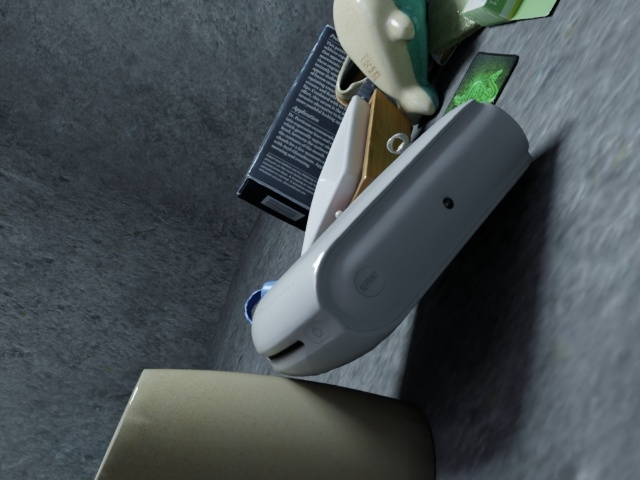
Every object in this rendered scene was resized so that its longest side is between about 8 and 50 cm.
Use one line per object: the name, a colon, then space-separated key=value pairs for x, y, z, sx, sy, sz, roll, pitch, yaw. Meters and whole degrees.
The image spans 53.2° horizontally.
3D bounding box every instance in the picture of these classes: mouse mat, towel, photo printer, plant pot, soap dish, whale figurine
mouse mat: x=0.213 y=-0.197 z=0.913 sx=0.152 sy=0.007 sz=0.189 roll=-63 pitch=11 yaw=14
towel: x=0.224 y=-0.379 z=1.059 sx=0.148 sy=0.027 sz=0.109 roll=-12 pitch=75 yaw=61
photo printer: x=0.056 y=0.014 z=0.675 sx=0.307 sy=0.107 sz=0.256 roll=-46 pitch=1 yaw=-25
plant pot: x=-0.071 y=0.234 z=0.633 sx=0.256 sy=0.274 sz=0.256 roll=-62 pitch=11 yaw=21
soap dish: x=0.064 y=-0.086 z=1.056 sx=0.290 sy=0.118 sz=0.228 roll=-79 pitch=10 yaw=-52
whale figurine: x=0.136 y=-0.338 z=1.097 sx=0.141 sy=0.271 sz=0.216 roll=-31 pitch=2 yaw=-14

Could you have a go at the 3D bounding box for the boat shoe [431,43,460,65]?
boat shoe: x=0.231 y=-0.349 z=1.106 sx=0.100 sy=0.035 sz=0.035 roll=-55 pitch=42 yaw=33

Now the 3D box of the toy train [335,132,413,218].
toy train: x=0.103 y=-0.058 z=0.871 sx=0.166 sy=0.125 sz=0.046 roll=-60 pitch=37 yaw=27

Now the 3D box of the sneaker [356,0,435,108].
sneaker: x=0.173 y=-0.346 z=1.245 sx=0.319 sy=0.112 sz=0.131 roll=-58 pitch=-4 yaw=28

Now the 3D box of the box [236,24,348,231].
box: x=-0.010 y=-0.249 z=1.520 sx=0.395 sy=0.212 sz=0.293 roll=-63 pitch=9 yaw=-10

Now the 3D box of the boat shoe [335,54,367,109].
boat shoe: x=0.139 y=-0.402 z=1.316 sx=0.302 sy=0.113 sz=0.103 roll=-58 pitch=-20 yaw=4

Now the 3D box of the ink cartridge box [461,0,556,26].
ink cartridge box: x=0.281 y=-0.382 z=0.858 sx=0.171 sy=0.056 sz=0.235 roll=-63 pitch=9 yaw=12

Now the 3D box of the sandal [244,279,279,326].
sandal: x=-0.051 y=0.118 z=1.185 sx=0.317 sy=0.138 sz=0.126 roll=-49 pitch=18 yaw=53
